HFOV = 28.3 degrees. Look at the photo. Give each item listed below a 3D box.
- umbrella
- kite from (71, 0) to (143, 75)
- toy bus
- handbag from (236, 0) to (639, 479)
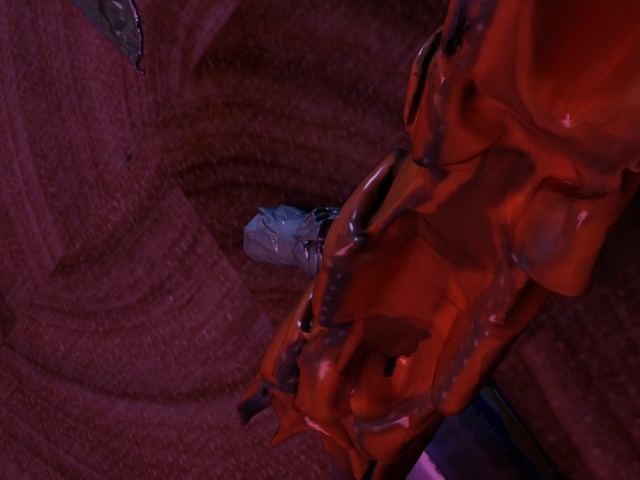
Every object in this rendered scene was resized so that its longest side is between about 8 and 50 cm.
[{"bbox_3d":[0.000,0.000,0.936,0.143,0.062,0.067,7,147,52],"label":"umbrella"},{"bbox_3d":[-0.207,-0.294,1.047,0.267,0.013,0.323,6,112,43],"label":"kite"},{"bbox_3d":[0.094,0.161,0.881,0.090,0.112,0.274,-45,75,37],"label":"toy bus"},{"bbox_3d":[0.109,-0.056,0.576,0.116,0.303,0.410,39,149,7],"label":"handbag"}]
